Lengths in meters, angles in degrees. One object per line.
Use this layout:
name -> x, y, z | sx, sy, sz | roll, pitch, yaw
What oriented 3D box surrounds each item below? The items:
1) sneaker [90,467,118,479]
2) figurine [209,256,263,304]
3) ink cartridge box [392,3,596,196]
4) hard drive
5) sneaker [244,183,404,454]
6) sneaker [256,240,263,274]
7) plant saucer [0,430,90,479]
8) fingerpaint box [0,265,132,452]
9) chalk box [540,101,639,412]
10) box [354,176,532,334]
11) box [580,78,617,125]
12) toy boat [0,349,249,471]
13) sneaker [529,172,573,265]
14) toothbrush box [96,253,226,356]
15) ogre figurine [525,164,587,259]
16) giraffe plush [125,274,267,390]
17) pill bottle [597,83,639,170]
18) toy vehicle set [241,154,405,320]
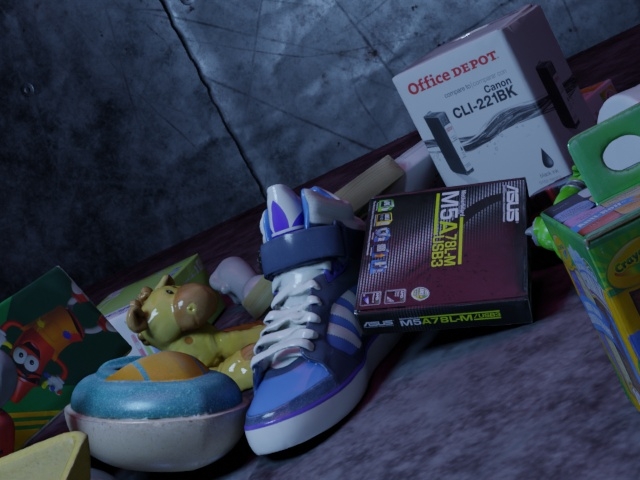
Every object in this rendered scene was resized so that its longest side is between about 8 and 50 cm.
sneaker -> -0.297, 0.324, 0.965 | 0.281, 0.106, 0.162 | -29, 16, 32
figurine -> -0.073, 0.050, 1.804 | 0.215, 0.092, 0.209 | -31, 14, -16
ink cartridge box -> 0.251, -0.152, 1.380 | 0.197, 0.272, 0.114 | -18, 13, 47
hard drive -> 0.186, -0.089, 1.549 | 0.040, 0.203, 0.307 | 29, 43, 24
sneaker -> -0.031, 0.062, 1.132 | 0.130, 0.236, 0.323 | -21, 11, 34
sneaker -> -0.011, 0.037, 1.652 | 0.237, 0.085, 0.086 | 3, -5, 44
plant saucer -> -0.331, 0.334, 0.797 | 0.333, 0.081, 0.332 | -24, 29, 24
fingerpaint box -> -0.508, 0.268, 1.288 | 0.445, 0.163, 0.371 | -39, 3, 29
chalk box -> 0.245, 0.012, 0.701 | 0.132, 0.213, 0.132 | -27, 9, 5
box -> 0.139, 0.016, 1.122 | 0.184, 0.045, 0.190 | -7, 43, 18
box -> 0.376, -0.152, 1.548 | 0.114, 0.103, 0.203 | -17, 14, 45
toy boat -> -0.236, 0.177, 1.108 | 0.318, 0.148, 0.267 | -3, -1, -35
sneaker -> 0.340, -0.065, 1.192 | 0.262, 0.104, 0.125 | -22, 9, 30
toothbrush box -> -0.314, 0.151, 1.801 | 0.206, 0.122, 0.283 | -25, 9, 15
ogre figurine -> 0.292, -0.013, 1.039 | 0.118, 0.097, 0.197 | -34, 55, -9
giraffe plush -> -0.176, 0.128, 1.386 | 0.210, 0.170, 0.181 | -29, 10, -7
pill bottle -> 0.422, -0.123, 0.951 | 0.302, 0.169, 0.169 | -21, 8, -11
toy vehicle set -> 0.000, 0.000, 1.420 | 0.166, 0.035, 0.267 | -37, -9, -39
